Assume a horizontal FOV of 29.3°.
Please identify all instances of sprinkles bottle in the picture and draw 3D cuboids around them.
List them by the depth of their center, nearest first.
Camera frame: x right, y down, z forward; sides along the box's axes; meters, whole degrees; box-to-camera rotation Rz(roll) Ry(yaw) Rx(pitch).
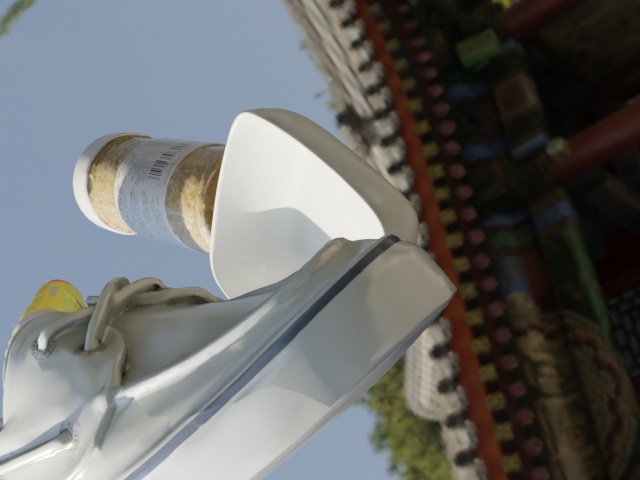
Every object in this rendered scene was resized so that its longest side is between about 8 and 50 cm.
[{"bbox_3d":[-0.155,-0.052,1.333,0.121,0.355,0.121,-5,-81,-31],"label":"sprinkles bottle"}]

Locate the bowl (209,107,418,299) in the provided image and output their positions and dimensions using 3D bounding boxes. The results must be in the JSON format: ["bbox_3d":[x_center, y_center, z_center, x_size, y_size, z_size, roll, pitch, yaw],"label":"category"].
[{"bbox_3d":[0.000,0.000,0.714,0.053,0.142,0.142,-22,-131,-36],"label":"bowl"}]

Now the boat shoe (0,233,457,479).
[{"bbox_3d":[-0.069,0.058,0.403,0.084,0.258,0.095,53,-146,1],"label":"boat shoe"}]

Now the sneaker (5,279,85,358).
[{"bbox_3d":[-0.204,0.120,0.980,0.081,0.208,0.094,4,-142,-7],"label":"sneaker"}]
